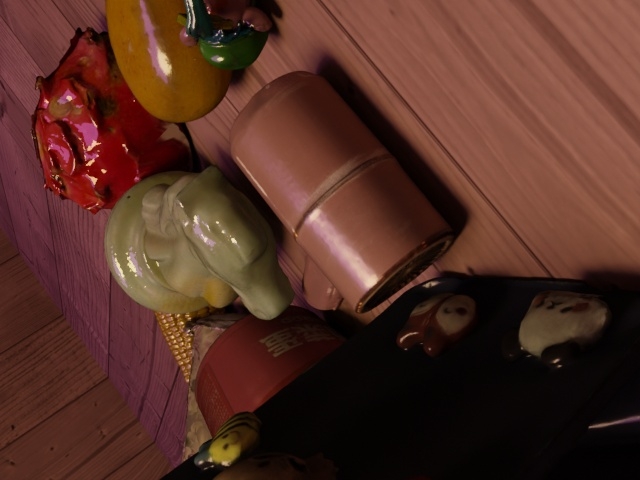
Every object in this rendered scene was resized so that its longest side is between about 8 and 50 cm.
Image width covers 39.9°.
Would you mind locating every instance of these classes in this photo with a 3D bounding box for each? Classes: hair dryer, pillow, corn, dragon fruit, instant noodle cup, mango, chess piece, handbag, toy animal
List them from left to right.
[{"bbox_3d":[-0.252,-0.127,1.098,0.189,0.163,0.261,5,130,26],"label":"dragon fruit"},{"bbox_3d":[-0.146,-0.206,0.832,0.137,0.098,0.195,35,142,45],"label":"mango"},{"bbox_3d":[-0.194,0.111,1.326,0.106,0.106,0.305,-2,115,63],"label":"corn"},{"bbox_3d":[-0.123,0.005,0.952,0.175,0.176,0.298,61,158,-13],"label":"chess piece"},{"bbox_3d":[-0.085,-0.221,0.690,0.100,0.103,0.208,8,143,0],"label":"toy animal"},{"bbox_3d":[-0.129,0.227,1.221,0.169,0.255,0.059,-1,165,27],"label":"pillow"},{"bbox_3d":[-0.024,0.190,0.973,0.178,0.235,0.234,43,155,48],"label":"instant noodle cup"},{"bbox_3d":[0.000,0.000,0.833,0.189,0.107,0.344,50,162,13],"label":"hair dryer"},{"bbox_3d":[0.063,0.142,0.596,0.303,0.329,0.122,-4,114,63],"label":"handbag"}]
